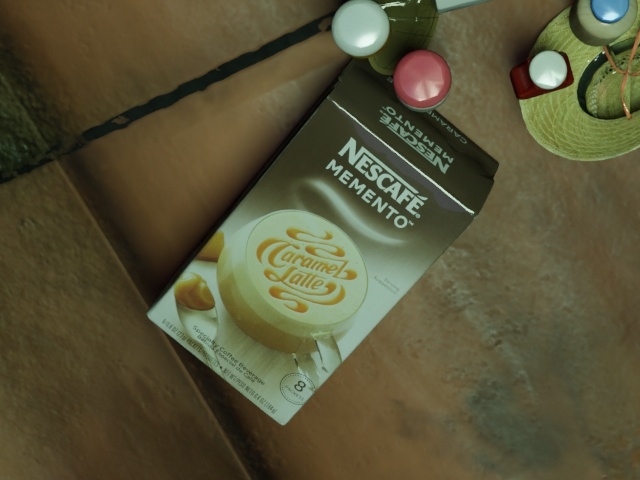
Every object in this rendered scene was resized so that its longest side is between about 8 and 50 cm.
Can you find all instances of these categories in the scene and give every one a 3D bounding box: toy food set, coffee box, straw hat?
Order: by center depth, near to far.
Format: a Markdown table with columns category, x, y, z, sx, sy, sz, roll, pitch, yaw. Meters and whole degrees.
| category | x | y | z | sx | sy | sz | roll | pitch | yaw |
| --- | --- | --- | --- | --- | --- | --- | --- | --- | --- |
| toy food set | 0.123 | -0.149 | 1.177 | 0.232 | 0.104 | 0.111 | -13 | 91 | 4 |
| straw hat | 0.215 | -0.106 | 1.237 | 0.144 | 0.145 | 0.061 | -22 | 146 | 25 |
| coffee box | 0.000 | 0.000 | 1.338 | 0.141 | 0.098 | 0.246 | 38 | 120 | -3 |

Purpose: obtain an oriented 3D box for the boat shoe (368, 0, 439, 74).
| category | x | y | z | sx | sy | sz | roll | pitch | yaw |
| --- | --- | --- | --- | --- | --- | --- | --- | --- | --- |
| boat shoe | 0.056 | -0.194 | 1.257 | 0.056 | 0.049 | 0.152 | 3 | 112 | -11 |
